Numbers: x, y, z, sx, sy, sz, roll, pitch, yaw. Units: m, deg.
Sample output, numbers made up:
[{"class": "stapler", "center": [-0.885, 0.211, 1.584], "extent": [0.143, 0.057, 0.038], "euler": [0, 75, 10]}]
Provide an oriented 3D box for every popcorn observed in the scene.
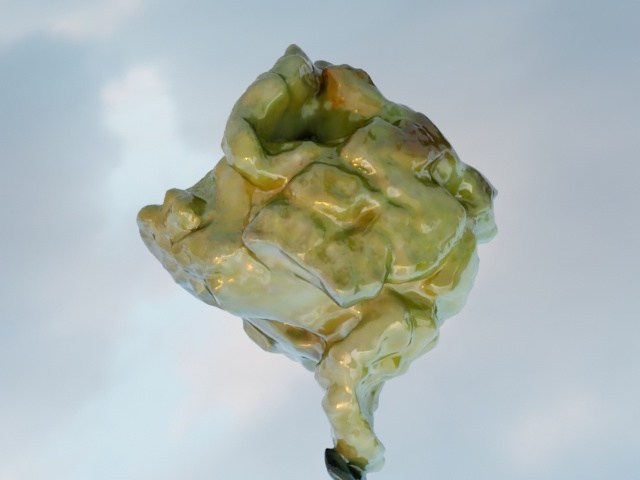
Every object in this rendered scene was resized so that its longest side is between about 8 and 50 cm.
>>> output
[{"class": "popcorn", "center": [0.006, -0.007, 1.224], "extent": [0.237, 0.293, 0.293], "euler": [-44, -158, 8]}]
